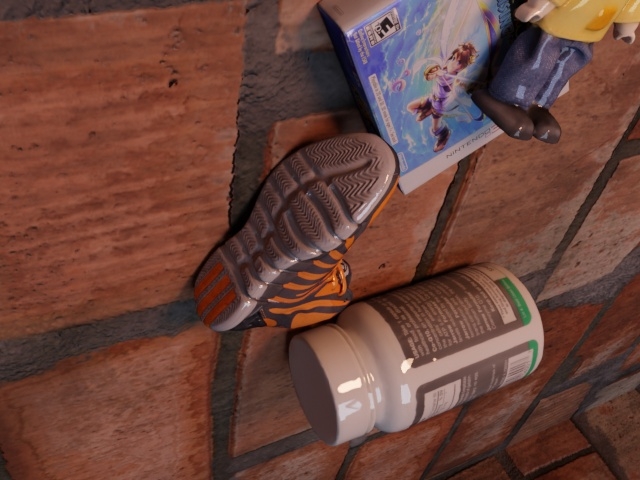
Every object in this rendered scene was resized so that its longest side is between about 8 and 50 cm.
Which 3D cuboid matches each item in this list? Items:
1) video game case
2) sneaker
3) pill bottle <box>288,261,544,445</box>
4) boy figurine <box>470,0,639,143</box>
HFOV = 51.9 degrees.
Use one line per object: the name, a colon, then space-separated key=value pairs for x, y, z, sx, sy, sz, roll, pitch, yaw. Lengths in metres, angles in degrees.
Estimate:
video game case: x=0.151 y=-0.202 z=0.710 sx=0.244 sy=0.061 sz=0.269 roll=-33 pitch=145 yaw=-1
sneaker: x=0.000 y=0.000 z=0.804 sx=0.321 sy=0.125 sz=0.180 roll=-40 pitch=150 yaw=29
pill bottle: x=0.147 y=0.174 z=1.030 sx=0.361 sy=0.204 sz=0.204 roll=-15 pitch=141 yaw=-22
boy figurine: x=0.271 y=-0.234 z=0.640 sx=0.177 sy=0.092 sz=0.285 roll=2 pitch=132 yaw=-38
